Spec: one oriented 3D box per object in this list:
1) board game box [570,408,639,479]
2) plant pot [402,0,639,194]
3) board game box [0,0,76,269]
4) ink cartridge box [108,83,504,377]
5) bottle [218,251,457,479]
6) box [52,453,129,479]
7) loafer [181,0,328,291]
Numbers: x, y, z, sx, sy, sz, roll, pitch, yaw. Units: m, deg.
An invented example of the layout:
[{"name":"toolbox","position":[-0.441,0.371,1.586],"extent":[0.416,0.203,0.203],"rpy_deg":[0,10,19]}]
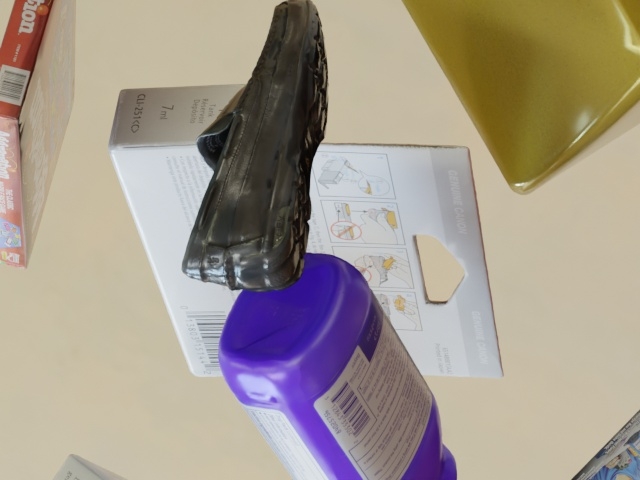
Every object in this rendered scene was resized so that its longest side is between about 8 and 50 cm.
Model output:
[{"name":"board game box","position":[0.329,0.214,1.600],"extent":[0.194,0.194,0.060],"rpy_deg":[-46,-24,4]},{"name":"plant pot","position":[0.217,-0.189,1.475],"extent":[0.212,0.212,0.187],"rpy_deg":[-31,1,-27]},{"name":"board game box","position":[-0.197,-0.093,1.341],"extent":[0.281,0.027,0.145],"rpy_deg":[110,174,-69]},{"name":"ink cartridge box","position":[0.000,0.000,1.485],"extent":[0.296,0.261,0.066],"rpy_deg":[76,-163,-51]},{"name":"bottle","position":[0.028,0.133,1.362],"extent":[0.283,0.092,0.118],"rpy_deg":[58,-133,-42]},{"name":"box","position":[-0.164,0.284,1.507],"extent":[0.181,0.119,0.182],"rpy_deg":[-55,-28,-5]},{"name":"loafer","position":[-0.040,-0.066,1.242],"extent":[0.076,0.078,0.223],"rpy_deg":[77,-161,-53]}]
